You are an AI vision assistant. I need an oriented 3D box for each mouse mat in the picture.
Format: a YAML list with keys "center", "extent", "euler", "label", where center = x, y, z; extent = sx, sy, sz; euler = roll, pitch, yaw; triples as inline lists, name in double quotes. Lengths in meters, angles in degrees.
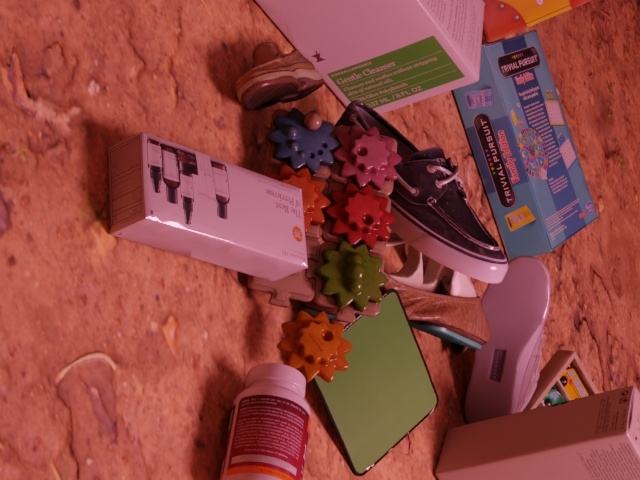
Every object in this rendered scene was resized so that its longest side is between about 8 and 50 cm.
- center: [0.065, 0.169, 1.783]
  extent: [0.152, 0.007, 0.190]
  euler: [-39, 125, -26]
  label: "mouse mat"

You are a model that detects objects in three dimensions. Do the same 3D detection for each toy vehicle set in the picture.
- center: [0.378, 0.315, 2.250]
  extent: [0.166, 0.035, 0.267]
  euler: [-48, 120, -27]
  label: "toy vehicle set"

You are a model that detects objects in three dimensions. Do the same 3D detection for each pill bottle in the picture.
- center: [-0.055, 0.208, 1.576]
  extent: [0.086, 0.086, 0.152]
  euler: [46, 39, -39]
  label: "pill bottle"

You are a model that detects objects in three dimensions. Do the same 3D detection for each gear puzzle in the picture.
- center: [0.000, 0.000, 1.716]
  extent: [0.175, 0.044, 0.339]
  euler: [14, 62, -13]
  label: "gear puzzle"

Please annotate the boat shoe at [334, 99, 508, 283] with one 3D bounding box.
- center: [0.125, -0.065, 1.844]
  extent: [0.301, 0.102, 0.108]
  euler: [43, 23, 31]
  label: "boat shoe"

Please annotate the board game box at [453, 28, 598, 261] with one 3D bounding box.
- center: [0.327, -0.158, 2.430]
  extent: [0.254, 0.079, 0.336]
  euler: [-25, 97, -60]
  label: "board game box"

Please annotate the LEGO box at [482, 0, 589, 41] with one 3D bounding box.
- center: [0.204, -0.560, 2.166]
  extent: [0.372, 0.193, 0.500]
  euler: [-106, 173, -78]
  label: "LEGO box"

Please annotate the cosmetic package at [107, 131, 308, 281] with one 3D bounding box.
- center: [-0.115, -0.032, 1.589]
  extent: [0.239, 0.060, 0.099]
  euler: [17, 62, -46]
  label: "cosmetic package"

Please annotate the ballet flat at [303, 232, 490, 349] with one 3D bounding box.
- center: [0.111, 0.056, 1.872]
  extent: [0.342, 0.116, 0.124]
  euler: [15, 91, -44]
  label: "ballet flat"

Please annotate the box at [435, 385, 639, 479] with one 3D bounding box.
- center: [0.297, 0.282, 1.951]
  extent: [0.113, 0.275, 0.094]
  euler: [58, 32, -27]
  label: "box"

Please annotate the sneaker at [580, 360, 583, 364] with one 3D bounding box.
- center: [0.399, 0.270, 2.357]
  extent: [0.076, 0.065, 0.166]
  euler: [54, 38, -46]
  label: "sneaker"

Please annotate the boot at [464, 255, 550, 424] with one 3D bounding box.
- center: [0.268, 0.139, 2.102]
  extent: [0.123, 0.095, 0.258]
  euler: [-15, 123, -68]
  label: "boot"

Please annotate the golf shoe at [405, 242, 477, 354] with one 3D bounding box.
- center: [0.167, 0.071, 2.050]
  extent: [0.186, 0.067, 0.086]
  euler: [57, 35, -28]
  label: "golf shoe"

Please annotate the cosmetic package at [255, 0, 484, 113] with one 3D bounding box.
- center: [0.039, -0.341, 1.911]
  extent: [0.365, 0.197, 0.155]
  euler: [44, 41, -39]
  label: "cosmetic package"

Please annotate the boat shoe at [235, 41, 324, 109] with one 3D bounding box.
- center: [-0.061, -0.203, 1.814]
  extent: [0.072, 0.068, 0.190]
  euler: [61, 19, 4]
  label: "boat shoe"
